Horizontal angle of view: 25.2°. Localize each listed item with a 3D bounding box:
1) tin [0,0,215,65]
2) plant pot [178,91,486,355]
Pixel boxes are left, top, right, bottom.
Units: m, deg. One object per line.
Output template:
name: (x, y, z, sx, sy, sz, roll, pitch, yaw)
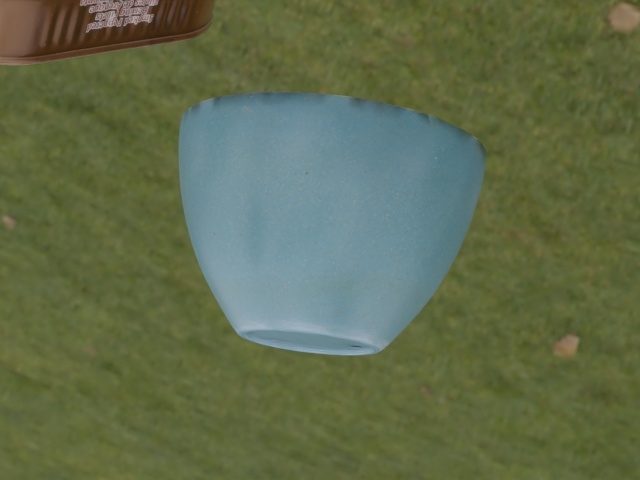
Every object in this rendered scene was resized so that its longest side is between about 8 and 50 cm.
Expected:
tin: (-0.125, -0.124, 0.649, 0.106, 0.190, 0.040, 32, 121, 28)
plant pot: (0.000, 0.000, 1.334, 0.290, 0.195, 0.290, 7, 168, 2)
